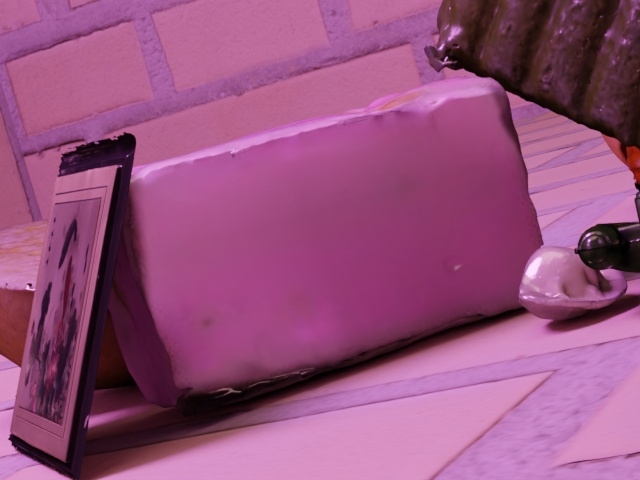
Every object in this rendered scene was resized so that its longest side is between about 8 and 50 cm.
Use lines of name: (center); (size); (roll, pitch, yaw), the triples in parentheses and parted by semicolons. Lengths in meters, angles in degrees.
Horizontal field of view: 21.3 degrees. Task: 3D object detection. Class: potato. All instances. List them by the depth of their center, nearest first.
potato: (-0.126, 0.045, 1.217); (0.299, 0.116, 0.239); (-6, 8, 10)

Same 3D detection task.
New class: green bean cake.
green bean cake: (0.235, -0.146, 1.152); (0.250, 0.156, 0.247); (31, 18, 34)

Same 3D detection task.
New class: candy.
candy: (0.000, 0.000, 1.060); (0.265, 0.155, 0.116); (-17, 2, -17)

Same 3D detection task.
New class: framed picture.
framed picture: (-0.153, 0.037, 1.014); (0.010, 0.195, 0.199); (11, -5, -20)

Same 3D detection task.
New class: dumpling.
dumpling: (0.147, 0.026, 0.982); (0.059, 0.043, 0.077); (4, -3, 24)

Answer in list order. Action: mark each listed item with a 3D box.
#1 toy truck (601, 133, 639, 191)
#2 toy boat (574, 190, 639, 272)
toy truck: (0.358, -0.157, 1.355); (0.288, 0.204, 0.211); (-17, 0, 35)
toy boat: (0.219, -0.008, 0.996); (0.104, 0.052, 0.210); (-17, -3, 25)
